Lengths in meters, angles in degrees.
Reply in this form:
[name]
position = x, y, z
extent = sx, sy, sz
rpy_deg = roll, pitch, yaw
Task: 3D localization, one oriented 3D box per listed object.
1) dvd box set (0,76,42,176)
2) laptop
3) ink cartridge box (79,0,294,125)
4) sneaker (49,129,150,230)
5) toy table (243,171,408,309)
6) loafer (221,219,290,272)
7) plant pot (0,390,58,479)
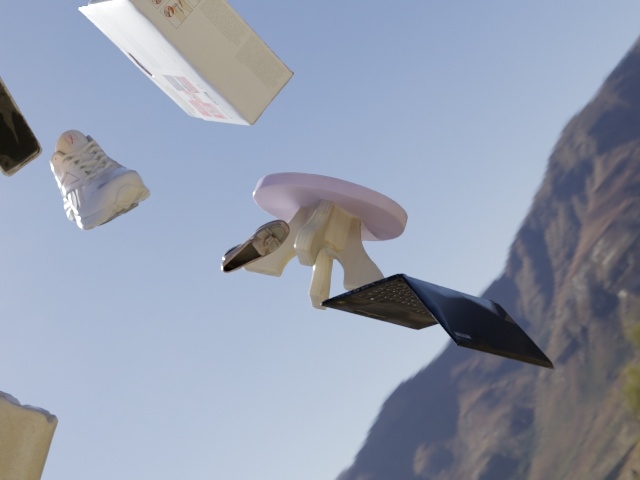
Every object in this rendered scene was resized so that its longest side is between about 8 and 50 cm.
[dvd box set]
position = -0.512, -0.286, 1.194
extent = 0.062, 0.420, 0.308
rpy_deg = -38, -41, -18
[laptop]
position = 0.174, 0.141, 1.503
extent = 0.234, 0.137, 0.264
rpy_deg = 18, -30, -40
[ink cartridge box]
position = -0.245, -0.357, 1.758
extent = 0.130, 0.309, 0.271
rpy_deg = -53, 30, -13
[sneaker]
position = -0.288, -0.081, 1.224
extent = 0.090, 0.115, 0.232
rpy_deg = -31, 17, -25
[toy table]
position = 0.000, 0.000, 1.712
extent = 0.252, 0.274, 0.161
rpy_deg = 59, -138, -55
[loafer]
position = -0.099, 0.014, 1.510
extent = 0.125, 0.045, 0.039
rpy_deg = -32, 17, 22
[plant pot]
position = -0.627, 0.417, 1.759
extent = 0.334, 0.333, 0.306
rpy_deg = 67, -136, -74
